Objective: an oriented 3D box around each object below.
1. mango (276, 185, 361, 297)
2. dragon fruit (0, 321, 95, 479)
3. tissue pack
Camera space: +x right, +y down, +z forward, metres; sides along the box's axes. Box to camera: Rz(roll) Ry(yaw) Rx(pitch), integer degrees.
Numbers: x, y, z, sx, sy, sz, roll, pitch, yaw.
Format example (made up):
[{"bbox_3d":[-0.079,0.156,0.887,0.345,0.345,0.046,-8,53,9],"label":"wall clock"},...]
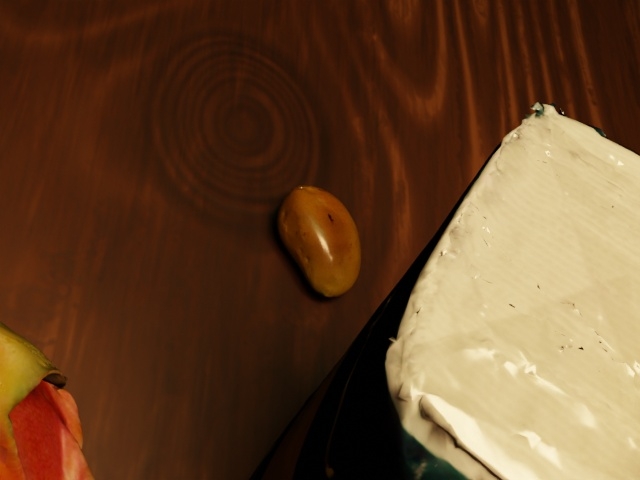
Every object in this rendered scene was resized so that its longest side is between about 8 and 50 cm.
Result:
[{"bbox_3d":[0.000,0.000,0.887,0.080,0.060,0.114,11,49,-40],"label":"mango"},{"bbox_3d":[-0.254,0.125,0.523,0.305,0.305,0.226,40,33,4],"label":"dragon fruit"},{"bbox_3d":[0.111,0.161,0.586,0.264,0.416,0.253,34,52,3],"label":"tissue pack"}]
